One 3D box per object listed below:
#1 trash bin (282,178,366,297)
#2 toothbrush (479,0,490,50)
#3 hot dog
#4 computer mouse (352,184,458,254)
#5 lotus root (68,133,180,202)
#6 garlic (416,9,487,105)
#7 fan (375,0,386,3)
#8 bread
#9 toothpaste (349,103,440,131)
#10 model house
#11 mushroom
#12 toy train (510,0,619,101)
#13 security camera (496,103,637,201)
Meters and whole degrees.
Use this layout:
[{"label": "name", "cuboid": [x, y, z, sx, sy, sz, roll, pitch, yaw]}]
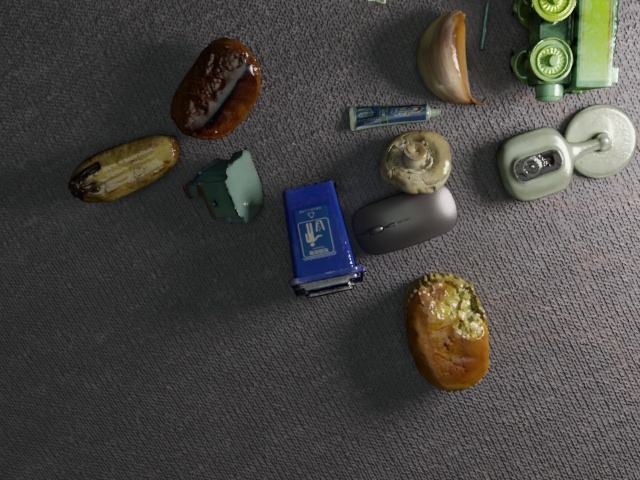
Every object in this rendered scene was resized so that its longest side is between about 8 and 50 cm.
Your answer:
[{"label": "trash bin", "cuboid": [0.000, 0.000, 1.646, 0.163, 0.184, 0.234, -13, 85, 3]}, {"label": "toothbrush", "cuboid": [0.351, -0.485, 1.611, 0.011, 0.014, 0.167, 6, 99, -5]}, {"label": "hot dog", "cuboid": [-0.223, -0.320, 1.639, 0.160, 0.099, 0.227, 42, 100, -2]}, {"label": "computer mouse", "cuboid": [0.184, -0.047, 1.668, 0.232, 0.057, 0.120, -18, 96, 7]}, {"label": "lotus root", "cuboid": [-0.428, -0.158, 1.684, 0.258, 0.097, 0.110, -21, 103, 0]}, {"label": "garlic", "cuboid": [0.258, -0.365, 1.598, 0.115, 0.128, 0.206, -8, 106, 30]}, {"label": "fan", "cuboid": [0.092, -0.616, 1.617, 0.131, 0.009, 0.240, -11, 98, 8]}, {"label": "bread", "cuboid": [0.274, 0.198, 1.662, 0.179, 0.133, 0.250, -10, 97, 10]}, {"label": "toothpaste", "cuboid": [0.160, -0.269, 1.650, 0.197, 0.035, 0.057, -4, 82, 7]}, {"label": "model house", "cuboid": [-0.221, -0.113, 1.677, 0.149, 0.119, 0.148, 0, 124, 28]}, {"label": "mushroom", "cuboid": [0.198, -0.165, 1.607, 0.154, 0.122, 0.154, -4, 70, 12]}, {"label": "toy train", "cuboid": [0.494, -0.416, 1.542, 0.188, 0.159, 0.271, 0, 98, -2]}, {"label": "security camera", "cuboid": [0.524, -0.185, 1.614, 0.302, 0.080, 0.157, -19, 96, 4]}]
